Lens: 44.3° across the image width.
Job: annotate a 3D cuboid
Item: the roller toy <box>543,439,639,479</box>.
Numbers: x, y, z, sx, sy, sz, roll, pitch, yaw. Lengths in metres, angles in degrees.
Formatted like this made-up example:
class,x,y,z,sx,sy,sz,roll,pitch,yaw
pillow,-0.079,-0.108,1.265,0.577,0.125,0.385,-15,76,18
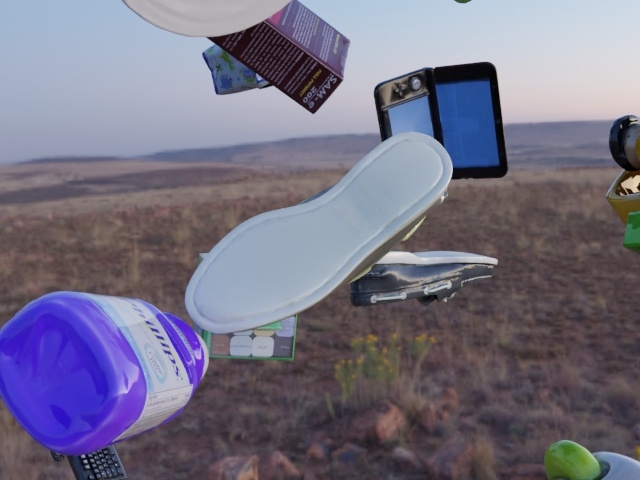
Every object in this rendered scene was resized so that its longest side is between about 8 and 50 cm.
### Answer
class,x,y,z,sx,sy,sz,roll,pitch,yaw
roller toy,0.277,0.318,0.750,0.146,0.191,0.209,-29,35,-17

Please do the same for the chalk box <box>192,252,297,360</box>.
class,x,y,z,sx,sy,sz,roll,pitch,yaw
chalk box,-0.106,0.093,1.117,0.132,0.132,0.213,5,3,-15

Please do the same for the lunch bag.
class,x,y,z,sx,sy,sz,roll,pitch,yaw
lunch bag,-0.090,-0.295,1.270,0.151,0.096,0.128,-31,19,-37

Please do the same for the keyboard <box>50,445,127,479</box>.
class,x,y,z,sx,sy,sz,roll,pitch,yaw
keyboard,-0.379,0.306,1.228,0.108,0.023,0.180,-2,42,-42

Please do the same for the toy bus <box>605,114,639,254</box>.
class,x,y,z,sx,sy,sz,roll,pitch,yaw
toy bus,0.276,-0.042,0.607,0.190,0.202,0.104,6,-8,-29

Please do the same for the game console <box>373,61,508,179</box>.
class,x,y,z,sx,sy,sz,roll,pitch,yaw
game console,0.143,-0.129,0.935,0.124,0.144,0.085,-23,24,-26

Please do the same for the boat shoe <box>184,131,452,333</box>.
class,x,y,z,sx,sy,sz,roll,pitch,yaw
boat shoe,0.003,0.004,0.809,0.305,0.109,0.091,-34,-15,-10

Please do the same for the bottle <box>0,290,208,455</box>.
class,x,y,z,sx,sy,sz,roll,pitch,yaw
bottle,-0.164,0.106,0.672,0.092,0.118,0.283,-38,-10,2

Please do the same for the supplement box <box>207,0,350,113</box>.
class,x,y,z,sx,sy,sz,roll,pitch,yaw
supplement box,-0.077,-0.286,1.044,0.239,0.073,0.130,33,34,-16

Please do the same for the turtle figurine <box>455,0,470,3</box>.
class,x,y,z,sx,sy,sz,roll,pitch,yaw
turtle figurine,0.268,-0.469,1.151,0.274,0.198,0.266,8,35,31

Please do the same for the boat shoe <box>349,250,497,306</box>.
class,x,y,z,sx,sy,sz,roll,pitch,yaw
boat shoe,0.170,0.063,1.313,0.302,0.091,0.114,1,0,-28

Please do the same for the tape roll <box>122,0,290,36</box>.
class,x,y,z,sx,sy,sz,roll,pitch,yaw
tape roll,-0.111,-0.353,0.781,0.286,0.286,0.100,-7,45,-38
